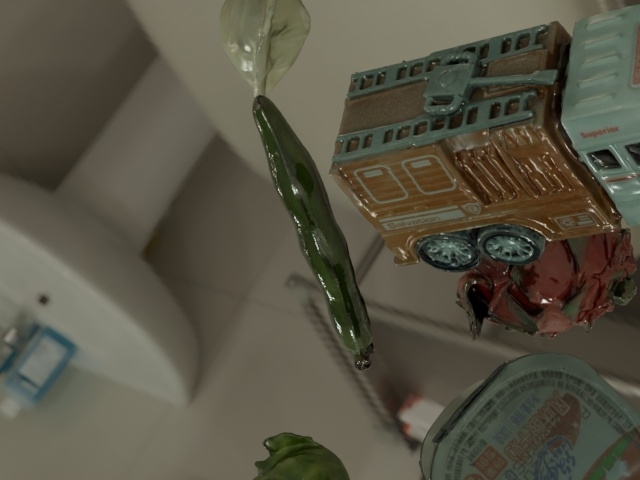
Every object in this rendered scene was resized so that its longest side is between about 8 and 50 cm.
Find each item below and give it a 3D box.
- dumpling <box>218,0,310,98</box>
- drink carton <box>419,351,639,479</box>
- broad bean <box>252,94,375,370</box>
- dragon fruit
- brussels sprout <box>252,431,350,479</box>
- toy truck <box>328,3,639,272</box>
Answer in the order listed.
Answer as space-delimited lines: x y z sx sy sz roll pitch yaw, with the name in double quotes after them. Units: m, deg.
-0.077 -0.292 1.990 0.126 0.215 0.166 27 -161 -16 "dumpling"
0.183 0.196 1.278 0.191 0.185 0.189 42 177 -4 "drink carton"
0.000 0.000 1.298 0.060 0.043 0.297 -116 4 -69 "broad bean"
0.243 0.013 1.678 0.274 0.193 0.192 19 125 -4 "dragon fruit"
-0.020 0.355 1.943 0.139 0.181 0.100 -34 149 20 "brussels sprout"
0.164 -0.083 1.089 0.305 0.136 0.162 -10 142 34 "toy truck"
